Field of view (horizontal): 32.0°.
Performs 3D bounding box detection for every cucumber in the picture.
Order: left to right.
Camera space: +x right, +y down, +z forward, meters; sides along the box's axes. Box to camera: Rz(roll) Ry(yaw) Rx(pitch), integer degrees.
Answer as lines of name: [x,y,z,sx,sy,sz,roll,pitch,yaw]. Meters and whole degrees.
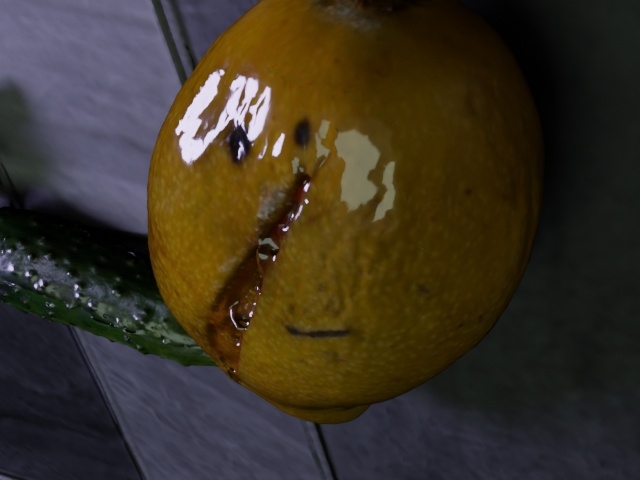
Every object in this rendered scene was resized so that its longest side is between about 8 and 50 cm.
cucumber: [-0.135,0.030,0.692,0.227,0.069,0.069,20,136,19]

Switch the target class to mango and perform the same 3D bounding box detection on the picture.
mango: [-0.003,0.003,0.522,0.177,0.120,0.295,35,140,8]
